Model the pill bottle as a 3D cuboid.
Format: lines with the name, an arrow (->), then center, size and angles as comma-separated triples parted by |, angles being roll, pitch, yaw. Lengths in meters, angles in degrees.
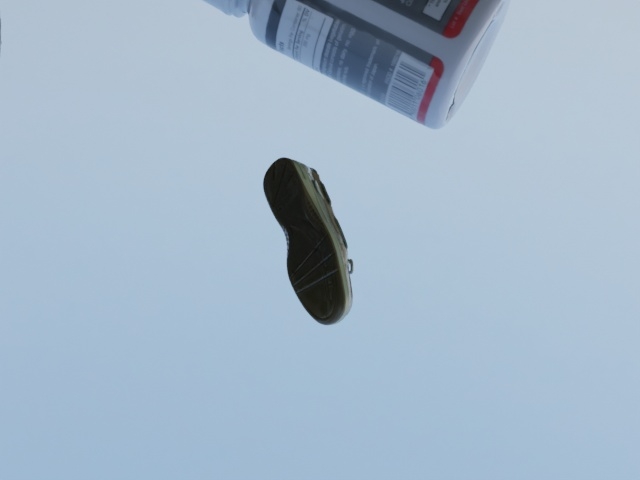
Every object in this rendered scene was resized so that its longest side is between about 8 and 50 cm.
pill bottle -> 0.030, -0.241, 1.573 | 0.283, 0.161, 0.161 | 28, -154, 8

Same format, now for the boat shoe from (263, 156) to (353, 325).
boat shoe -> -0.001, 0.001, 1.307 | 0.048, 0.056, 0.153 | 10, -132, -47
